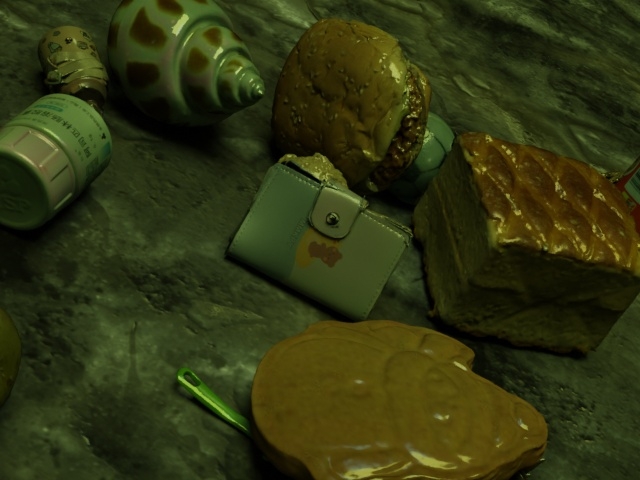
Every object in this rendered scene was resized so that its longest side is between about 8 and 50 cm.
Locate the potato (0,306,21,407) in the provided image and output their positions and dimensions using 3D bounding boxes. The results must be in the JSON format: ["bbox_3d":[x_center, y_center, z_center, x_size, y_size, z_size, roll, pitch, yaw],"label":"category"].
[{"bbox_3d":[-0.394,0.129,0.943,0.154,0.137,0.200,30,36,5],"label":"potato"}]

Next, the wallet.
[{"bbox_3d":[0.000,0.000,1.326,0.231,0.170,0.069,29,1,7],"label":"wallet"}]

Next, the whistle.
[{"bbox_3d":[0.187,-0.147,1.571,0.289,0.163,0.163,-7,38,8],"label":"whistle"}]

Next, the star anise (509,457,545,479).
[{"bbox_3d":[0.186,0.267,1.161,0.204,0.061,0.180,33,31,12],"label":"star anise"}]

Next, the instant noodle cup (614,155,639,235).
[{"bbox_3d":[0.621,-0.089,1.721,0.193,0.212,0.193,16,37,-12],"label":"instant noodle cup"}]

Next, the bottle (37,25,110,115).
[{"bbox_3d":[-0.378,-0.255,1.460,0.099,0.099,0.152,-1,47,-30],"label":"bottle"}]

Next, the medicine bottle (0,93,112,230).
[{"bbox_3d":[-0.368,-0.104,1.249,0.135,0.135,0.168,27,38,2],"label":"medicine bottle"}]

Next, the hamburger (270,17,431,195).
[{"bbox_3d":[0.043,-0.210,1.488,0.283,0.259,0.144,28,11,38],"label":"hamburger"}]

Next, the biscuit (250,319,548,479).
[{"bbox_3d":[0.087,0.192,1.130,0.351,0.057,0.312,1,31,-16],"label":"biscuit"}]

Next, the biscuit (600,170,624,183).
[{"bbox_3d":[0.386,-0.093,1.625,0.131,0.026,0.237,-11,6,-38],"label":"biscuit"}]

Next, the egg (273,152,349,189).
[{"bbox_3d":[-0.020,-0.068,1.416,0.140,0.116,0.118,37,61,11],"label":"egg"}]

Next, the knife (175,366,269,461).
[{"bbox_3d":[-0.103,0.203,1.111,0.166,0.022,0.078,32,21,8],"label":"knife"}]

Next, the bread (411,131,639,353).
[{"bbox_3d":[0.314,0.003,1.439,0.279,0.207,0.279,15,36,-16],"label":"bread"}]

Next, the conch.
[{"bbox_3d":[-0.215,-0.292,1.520,0.249,0.197,0.368,8,41,-54],"label":"conch"}]
